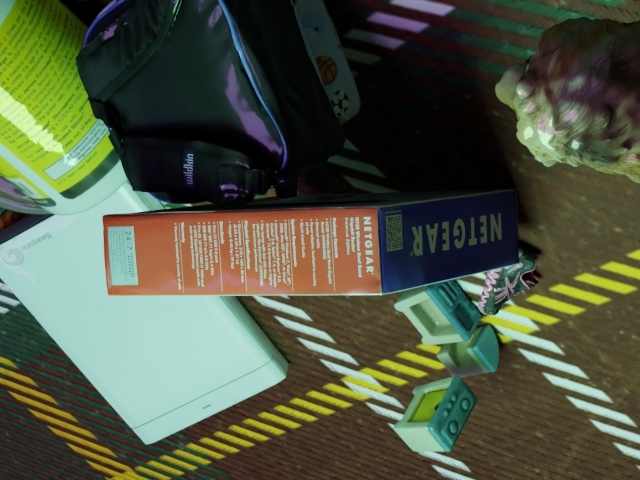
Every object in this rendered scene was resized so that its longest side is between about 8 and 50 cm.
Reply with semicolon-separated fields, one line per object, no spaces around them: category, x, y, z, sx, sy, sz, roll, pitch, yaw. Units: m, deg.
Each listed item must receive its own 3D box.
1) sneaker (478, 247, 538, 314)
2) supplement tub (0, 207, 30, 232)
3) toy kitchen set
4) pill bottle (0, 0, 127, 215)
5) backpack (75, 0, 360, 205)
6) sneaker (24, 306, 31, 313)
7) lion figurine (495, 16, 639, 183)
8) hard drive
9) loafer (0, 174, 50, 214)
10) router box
sneaker;0.208;0.047;1.878;0.057;0.047;0.119;17;144;5
supplement tub;-0.479;-0.053;2.248;0.190;0.117;0.117;31;145;5
toy kitchen set;0.118;0.105;1.906;0.122;0.166;0.207;-16;121;46
pill bottle;-0.345;-0.192;1.866;0.188;0.188;0.334;-7;140;43
backpack;-0.111;-0.164;1.725;0.263;0.213;0.276;-16;94;44
sneaker;-0.382;0.081;2.363;0.063;0.073;0.162;6;135;34
lion figurine;0.323;-0.058;1.488;0.142;0.240;0.392;-18;120;48
hard drive;-0.235;0.089;2.200;0.233;0.047;0.353;-27;115;22
loafer;-0.425;-0.165;2.058;0.366;0.134;0.130;33;145;2
router box;0.000;0.000;1.725;0.301;0.335;0.082;-1;94;28
